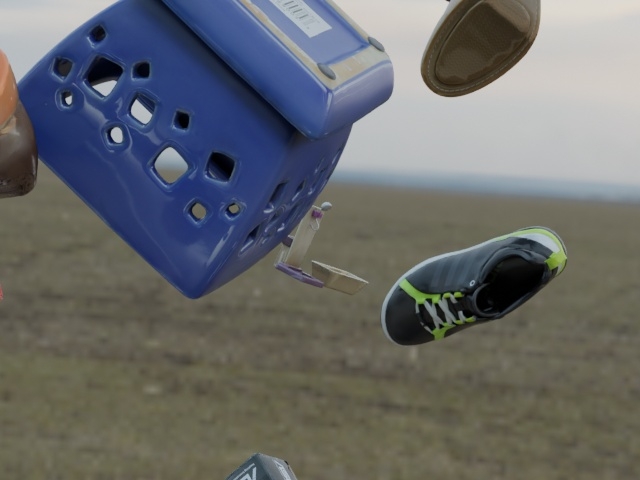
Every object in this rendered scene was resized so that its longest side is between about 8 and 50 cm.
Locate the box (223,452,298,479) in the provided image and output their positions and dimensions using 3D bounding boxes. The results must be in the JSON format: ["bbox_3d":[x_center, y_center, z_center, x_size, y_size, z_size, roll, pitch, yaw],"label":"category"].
[{"bbox_3d":[-0.059,0.273,1.267,0.045,0.191,0.184,25,26,-57],"label":"box"}]

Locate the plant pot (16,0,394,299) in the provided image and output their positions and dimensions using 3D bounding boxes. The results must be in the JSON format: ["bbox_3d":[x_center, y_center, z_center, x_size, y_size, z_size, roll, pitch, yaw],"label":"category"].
[{"bbox_3d":[-0.086,-0.123,1.558,0.236,0.212,0.236,44,24,5],"label":"plant pot"}]

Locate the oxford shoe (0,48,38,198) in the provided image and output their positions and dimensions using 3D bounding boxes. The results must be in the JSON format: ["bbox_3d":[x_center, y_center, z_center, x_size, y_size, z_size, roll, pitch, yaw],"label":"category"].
[{"bbox_3d":[-0.392,-0.068,1.427,0.364,0.130,0.133,1,-40,16],"label":"oxford shoe"}]

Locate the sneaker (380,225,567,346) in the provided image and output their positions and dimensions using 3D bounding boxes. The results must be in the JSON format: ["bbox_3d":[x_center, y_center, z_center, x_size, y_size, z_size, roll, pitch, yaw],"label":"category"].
[{"bbox_3d":[0.158,0.053,2.019,0.235,0.084,0.097,-30,10,22],"label":"sneaker"}]

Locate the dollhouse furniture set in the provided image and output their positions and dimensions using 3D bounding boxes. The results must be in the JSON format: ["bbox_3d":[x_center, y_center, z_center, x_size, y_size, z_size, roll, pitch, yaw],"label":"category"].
[{"bbox_3d":[0.000,0.000,1.905,0.091,0.081,0.114,27,5,39],"label":"dollhouse furniture set"}]

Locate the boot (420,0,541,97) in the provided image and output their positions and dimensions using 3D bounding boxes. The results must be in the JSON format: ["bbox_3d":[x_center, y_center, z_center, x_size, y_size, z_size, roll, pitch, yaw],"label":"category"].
[{"bbox_3d":[0.172,-0.294,2.192,0.109,0.283,0.220,33,-6,-26],"label":"boot"}]

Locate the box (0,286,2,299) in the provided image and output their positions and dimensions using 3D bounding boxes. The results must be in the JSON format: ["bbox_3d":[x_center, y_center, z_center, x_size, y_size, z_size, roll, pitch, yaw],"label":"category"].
[{"bbox_3d":[-0.547,0.070,2.261,0.142,0.154,0.300,17,41,35],"label":"box"}]
